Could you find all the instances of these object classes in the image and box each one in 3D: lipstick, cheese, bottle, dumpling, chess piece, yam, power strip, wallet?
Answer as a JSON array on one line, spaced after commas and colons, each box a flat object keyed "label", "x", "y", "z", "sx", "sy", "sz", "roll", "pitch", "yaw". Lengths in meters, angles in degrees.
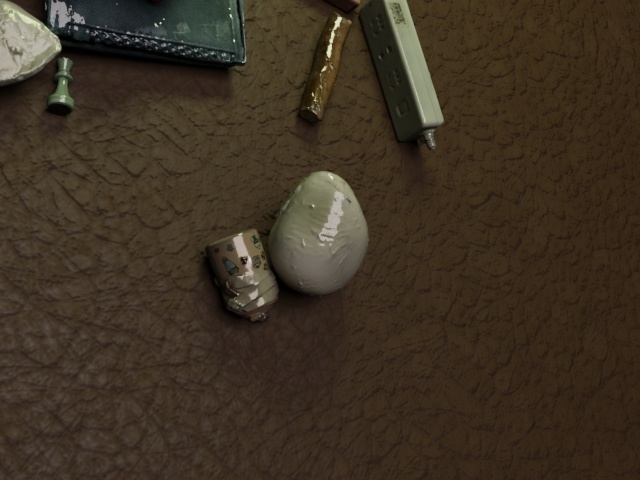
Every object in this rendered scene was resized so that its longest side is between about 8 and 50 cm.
[{"label": "lipstick", "x": 0.011, "y": -0.499, "z": 1.587, "sx": 0.145, "sy": 0.045, "sz": 0.045, "roll": 25, "pitch": 67, "yaw": -23}, {"label": "cheese", "x": 0.000, "y": 0.000, "z": 1.357, "sx": 0.154, "sy": 0.198, "sz": 0.189, "roll": 29, "pitch": 74, "yaw": 18}, {"label": "bottle", "x": -0.121, "y": 0.064, "z": 1.320, "sx": 0.099, "sy": 0.099, "sz": 0.152, "roll": -19, "pitch": 89, "yaw": -33}, {"label": "dumpling", "x": -0.486, "y": -0.279, "z": 1.205, "sx": 0.176, "sy": 0.092, "sz": 0.150, "roll": 23, "pitch": 64, "yaw": -23}, {"label": "chess piece", "x": -0.402, "y": -0.246, "z": 1.278, "sx": 0.042, "sy": 0.042, "sz": 0.093, "roll": 11, "pitch": 65, "yaw": -27}, {"label": "yam", "x": 0.010, "y": -0.327, "z": 1.532, "sx": 0.057, "sy": 0.057, "sz": 0.241, "roll": 26, "pitch": 64, "yaw": -22}, {"label": "power strip", "x": 0.159, "y": -0.331, "z": 1.593, "sx": 0.058, "sy": 0.098, "sz": 0.338, "roll": -13, "pitch": 83, "yaw": -32}, {"label": "wallet", "x": -0.291, "y": -0.417, "z": 1.363, "sx": 0.342, "sy": 0.075, "sz": 0.237, "roll": 1, "pitch": 79, "yaw": -33}]

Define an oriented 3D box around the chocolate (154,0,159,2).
[{"label": "chocolate", "x": -0.301, "y": -0.522, "z": 1.283, "sx": 0.235, "sy": 0.108, "sz": 0.237, "roll": 23, "pitch": 65, "yaw": -27}]
